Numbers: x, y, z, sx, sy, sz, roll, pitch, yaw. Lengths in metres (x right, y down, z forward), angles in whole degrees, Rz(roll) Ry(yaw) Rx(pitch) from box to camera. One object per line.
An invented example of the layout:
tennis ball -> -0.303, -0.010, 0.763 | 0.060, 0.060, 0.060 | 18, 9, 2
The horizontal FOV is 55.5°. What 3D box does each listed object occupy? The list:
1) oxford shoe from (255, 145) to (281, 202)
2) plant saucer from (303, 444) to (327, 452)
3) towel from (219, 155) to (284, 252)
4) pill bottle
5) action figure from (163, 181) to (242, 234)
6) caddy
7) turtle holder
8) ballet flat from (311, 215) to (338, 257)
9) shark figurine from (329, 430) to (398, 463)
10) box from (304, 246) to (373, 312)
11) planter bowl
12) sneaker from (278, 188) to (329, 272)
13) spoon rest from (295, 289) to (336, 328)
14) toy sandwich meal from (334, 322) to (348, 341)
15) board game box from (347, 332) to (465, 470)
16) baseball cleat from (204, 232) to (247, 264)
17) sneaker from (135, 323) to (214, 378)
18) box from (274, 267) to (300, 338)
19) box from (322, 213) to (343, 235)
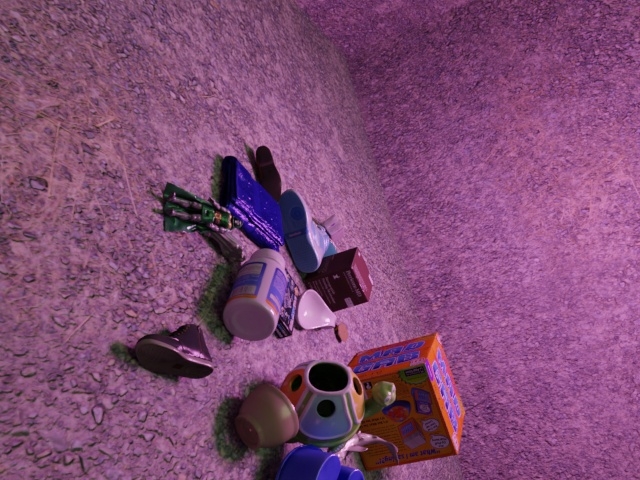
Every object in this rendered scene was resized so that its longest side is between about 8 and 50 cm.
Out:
oxford shoe -> -0.187, -0.231, 2.192 | 0.076, 0.076, 0.212 | 160, -81, -78
plant saucer -> 0.016, 0.697, 1.854 | 0.195, 0.037, 0.195 | 53, 7, -10
towel -> -0.214, -0.115, 1.996 | 0.308, 0.076, 0.227 | 48, 31, -48
pill bottle -> -0.178, 0.145, 1.751 | 0.152, 0.152, 0.272 | 61, 22, -27
action figure -> -0.307, -0.068, 1.634 | 0.232, 0.064, 0.137 | 16, 67, -43
caddy -> -0.028, 0.711, 1.597 | 0.241, 0.179, 0.341 | 45, 49, -33
turtle holder -> 0.035, 0.469, 1.754 | 0.243, 0.321, 0.227 | -57, 165, -47
ballet flat -> 0.000, 0.000, 2.477 | 0.248, 0.086, 0.086 | 59, 23, -30
shark figurine -> 0.126, 0.718, 2.091 | 0.166, 0.278, 0.116 | -128, -135, -52
box -> 0.072, 0.155, 2.333 | 0.168, 0.203, 0.167 | 64, 21, -19
planter bowl -> -0.151, 0.466, 1.565 | 0.109, 0.162, 0.162 | -28, 100, -42
sneaker -> -0.061, -0.057, 2.289 | 0.208, 0.127, 0.318 | -50, 130, -65
spoon rest -> -0.012, 0.262, 2.165 | 0.276, 0.084, 0.137 | 40, 60, -58
toy sandwich meal -> 0.083, 0.368, 2.437 | 0.085, 0.029, 0.085 | 44, 37, -47
board game box -> 0.320, 0.614, 2.355 | 0.356, 0.357, 0.356 | 71, 20, -4
baseball cleat -> -0.274, -0.024, 1.760 | 0.206, 0.072, 0.109 | 54, 26, -42
sneaker -> -0.339, 0.234, 1.379 | 0.222, 0.083, 0.118 | 40, 21, -50
box -> -0.137, 0.179, 1.976 | 0.175, 0.051, 0.220 | 59, 23, -32
box -> 0.055, -0.044, 2.506 | 0.063, 0.067, 0.324 | 56, 0, 7
